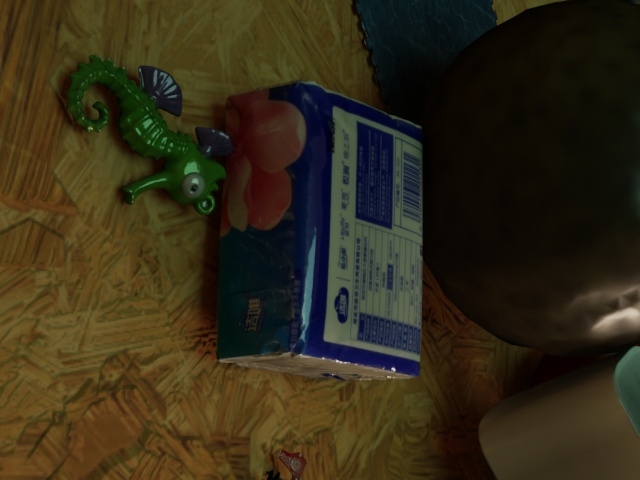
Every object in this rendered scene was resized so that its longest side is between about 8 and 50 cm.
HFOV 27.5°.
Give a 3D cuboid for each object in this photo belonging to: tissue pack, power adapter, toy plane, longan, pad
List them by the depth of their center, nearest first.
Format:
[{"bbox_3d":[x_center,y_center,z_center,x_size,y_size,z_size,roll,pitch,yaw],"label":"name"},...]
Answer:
[{"bbox_3d":[-0.041,0.278,1.285,0.060,0.037,0.145,30,68,-30],"label":"toy plane"},{"bbox_3d":[0.000,0.000,1.293,0.209,0.137,0.269,13,73,-46],"label":"tissue pack"},{"bbox_3d":[0.325,0.226,1.423,0.124,0.255,0.187,-31,92,-54],"label":"power adapter"},{"bbox_3d":[0.283,-0.068,1.425,0.391,0.391,0.391,7,80,-47],"label":"longan"},{"bbox_3d":[0.130,-0.271,1.550,0.269,0.012,0.269,-32,109,-44],"label":"pad"}]

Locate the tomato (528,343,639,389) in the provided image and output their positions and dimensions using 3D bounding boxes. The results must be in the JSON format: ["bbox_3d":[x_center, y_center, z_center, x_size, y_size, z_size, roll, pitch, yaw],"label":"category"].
[{"bbox_3d":[0.331,0.199,1.621,0.200,0.140,0.233,-37,147,-43],"label":"tomato"}]

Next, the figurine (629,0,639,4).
[{"bbox_3d":[0.421,-0.204,1.750,0.161,0.158,0.275,89,15,-64],"label":"figurine"}]

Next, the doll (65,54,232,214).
[{"bbox_3d":[-0.157,-0.094,1.194,0.190,0.050,0.115,49,60,-27],"label":"doll"}]
